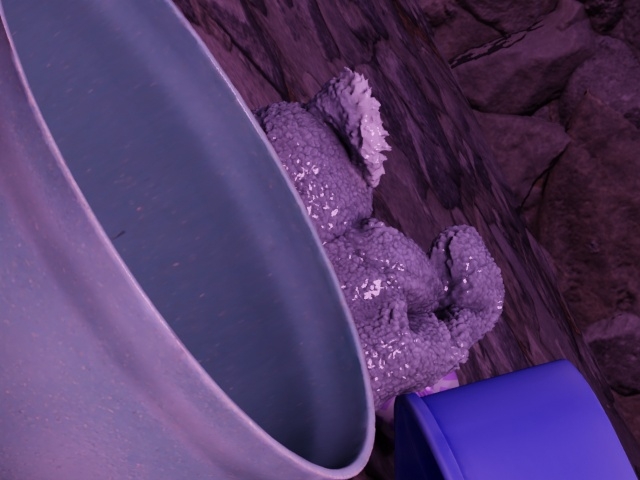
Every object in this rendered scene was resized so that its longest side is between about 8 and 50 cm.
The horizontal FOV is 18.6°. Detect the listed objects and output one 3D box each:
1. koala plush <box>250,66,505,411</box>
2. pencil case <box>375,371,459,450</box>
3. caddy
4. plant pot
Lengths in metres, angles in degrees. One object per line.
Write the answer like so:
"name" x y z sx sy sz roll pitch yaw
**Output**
"koala plush" 0.000 0.000 1.373 0.203 0.196 0.221 -50 122 -68
"pencil case" 0.051 0.078 1.639 0.206 0.086 0.088 58 -21 -1
"caddy" 0.152 0.258 1.465 0.241 0.179 0.341 85 -16 -61
"plant pot" -0.134 0.019 0.871 0.293 0.196 0.293 54 15 -22
